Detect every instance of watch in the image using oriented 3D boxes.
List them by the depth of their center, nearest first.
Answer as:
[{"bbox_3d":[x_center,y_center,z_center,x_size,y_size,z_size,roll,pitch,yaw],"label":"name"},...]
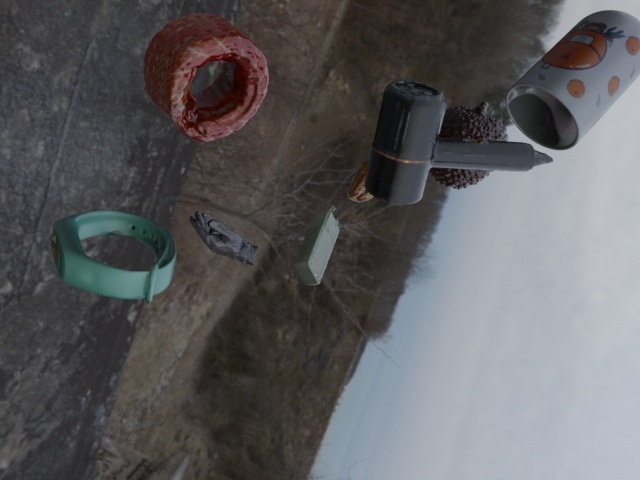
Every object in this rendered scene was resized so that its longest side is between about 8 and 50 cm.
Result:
[{"bbox_3d":[-0.338,0.022,0.868,0.195,0.237,0.068,3,114,-34],"label":"watch"}]

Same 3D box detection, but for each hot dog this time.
[{"bbox_3d":[0.194,-0.235,1.795,0.144,0.075,0.268,17,127,-46],"label":"hot dog"}]

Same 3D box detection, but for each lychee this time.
[{"bbox_3d":[0.480,-0.320,1.747,0.304,0.275,0.276,-66,174,24],"label":"lychee"}]

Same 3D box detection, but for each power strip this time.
[{"bbox_3d":[0.000,0.000,1.526,0.093,0.053,0.288,63,33,-35],"label":"power strip"}]

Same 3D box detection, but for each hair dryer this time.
[{"bbox_3d":[0.258,-0.167,0.900,0.107,0.352,0.189,-115,-152,-54],"label":"hair dryer"}]

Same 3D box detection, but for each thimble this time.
[{"bbox_3d":[-0.339,-0.485,1.546,0.350,0.230,0.350,-26,142,-22],"label":"thimble"}]

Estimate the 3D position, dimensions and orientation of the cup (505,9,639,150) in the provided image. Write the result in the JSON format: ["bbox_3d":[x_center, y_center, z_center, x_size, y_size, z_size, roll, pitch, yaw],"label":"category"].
[{"bbox_3d":[0.651,-0.408,1.304,0.317,0.212,0.212,-44,170,-8],"label":"cup"}]

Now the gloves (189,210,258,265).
[{"bbox_3d":[-0.345,-0.005,1.868,0.142,0.285,0.119,-33,-155,51],"label":"gloves"}]
